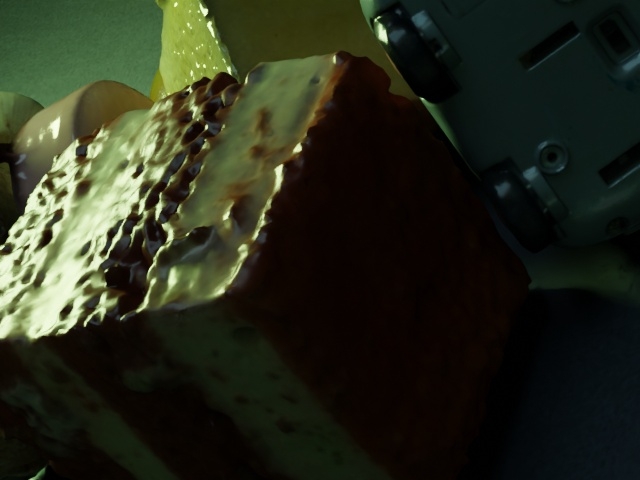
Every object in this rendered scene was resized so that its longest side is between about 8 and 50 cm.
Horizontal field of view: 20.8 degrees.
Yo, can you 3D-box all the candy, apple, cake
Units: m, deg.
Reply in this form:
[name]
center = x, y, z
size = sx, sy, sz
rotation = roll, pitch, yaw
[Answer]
[candy]
center = -0.169, -0.022, 1.515
size = 0.094, 0.255, 0.255
rotation = -27, 31, 21
[apple]
center = 0.028, -0.189, 1.528
size = 0.309, 0.252, 0.314
rotation = -12, 13, -18
[cake]
center = -0.054, 0.054, 1.249
size = 0.319, 0.269, 0.270
rotation = -18, 35, 38

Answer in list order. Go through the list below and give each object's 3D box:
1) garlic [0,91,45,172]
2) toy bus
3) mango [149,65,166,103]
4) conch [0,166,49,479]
[garlic]
center = -0.346, -0.014, 1.812
size = 0.245, 0.245, 0.253
rotation = -63, 3, -36
[toy bus]
center = 0.162, -0.143, 1.271
size = 0.194, 0.288, 0.232
rotation = -36, 12, 8
[mango]
center = -0.110, -0.127, 1.750
size = 0.138, 0.113, 0.253
rotation = -22, 40, 25
[conch]
center = -0.296, 0.062, 1.554
size = 0.297, 0.210, 0.352
rotation = 17, 96, 50
